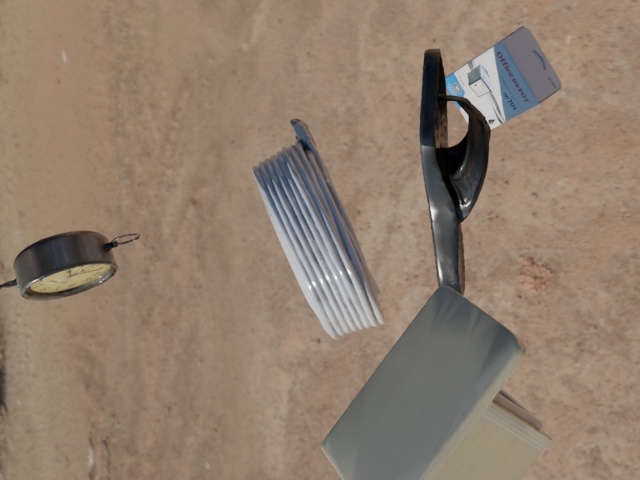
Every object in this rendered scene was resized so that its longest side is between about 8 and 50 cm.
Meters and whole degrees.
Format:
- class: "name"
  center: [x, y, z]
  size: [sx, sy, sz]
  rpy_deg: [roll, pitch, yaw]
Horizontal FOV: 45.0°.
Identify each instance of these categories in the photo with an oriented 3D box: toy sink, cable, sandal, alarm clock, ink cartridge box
- class: "toy sink"
  center: [0.139, 0.194, 0.829]
  size: [0.234, 0.131, 0.153]
  rpy_deg: [-54, 31, 2]
- class: "cable"
  center: [0.000, 0.000, 0.986]
  size: [0.257, 0.089, 0.257]
  rpy_deg: [-111, -4, -50]
- class: "sandal"
  center: [0.231, -0.108, 1.274]
  size: [0.107, 0.167, 0.446]
  rpy_deg: [-3, 123, 15]
- class: "alarm clock"
  center: [-0.328, 0.025, 1.045]
  size: [0.192, 0.129, 0.064]
  rpy_deg: [-21, 77, 11]
- class: "ink cartridge box"
  center: [0.346, -0.303, 1.492]
  size: [0.140, 0.082, 0.190]
  rpy_deg: [57, 153, -4]
